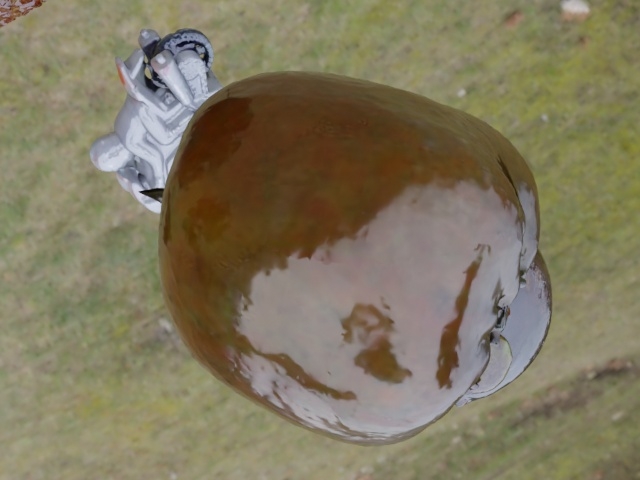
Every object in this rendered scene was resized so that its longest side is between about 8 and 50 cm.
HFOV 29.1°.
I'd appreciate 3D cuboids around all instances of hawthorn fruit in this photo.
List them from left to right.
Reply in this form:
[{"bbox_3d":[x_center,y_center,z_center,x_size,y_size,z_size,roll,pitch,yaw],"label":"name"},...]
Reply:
[{"bbox_3d":[0.000,0.000,0.897,0.268,0.300,0.268,18,90,-81],"label":"hawthorn fruit"}]

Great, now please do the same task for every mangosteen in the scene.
[{"bbox_3d":[0.188,0.104,1.785,0.307,0.307,0.347,-44,-168,25],"label":"mangosteen"}]

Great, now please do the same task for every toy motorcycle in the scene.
[{"bbox_3d":[-0.182,-0.121,1.410,0.170,0.110,0.260,-23,140,-15],"label":"toy motorcycle"}]

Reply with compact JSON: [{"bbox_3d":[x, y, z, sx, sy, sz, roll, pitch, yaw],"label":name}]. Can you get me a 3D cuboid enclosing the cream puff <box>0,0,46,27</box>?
[{"bbox_3d":[-0.299,-0.288,0.997,0.350,0.229,0.350,-44,-175,5],"label":"cream puff"}]
